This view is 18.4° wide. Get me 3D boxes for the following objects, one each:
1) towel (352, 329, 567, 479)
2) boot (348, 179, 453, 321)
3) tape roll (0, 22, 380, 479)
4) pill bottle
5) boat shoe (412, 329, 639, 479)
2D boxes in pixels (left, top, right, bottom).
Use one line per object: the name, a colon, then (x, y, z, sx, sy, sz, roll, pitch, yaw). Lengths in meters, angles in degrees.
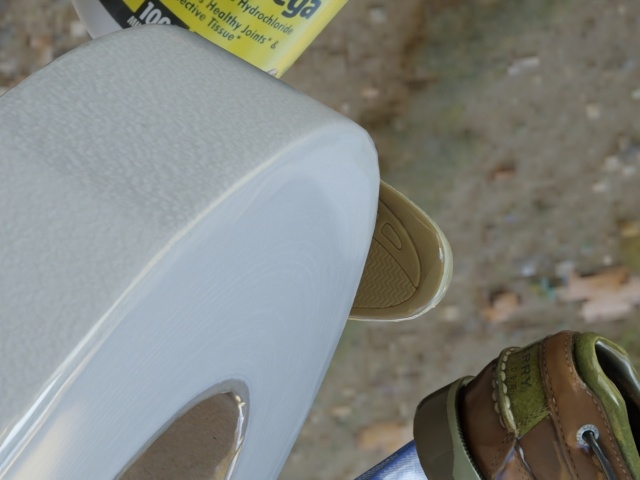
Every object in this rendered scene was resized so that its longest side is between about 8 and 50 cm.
towel: (0.163, 0.220, 1.212, 0.209, 0.285, 0.034, -31, 173, -26)
boot: (0.000, 0.000, 1.286, 0.262, 0.095, 0.203, 14, 177, 30)
tape roll: (-0.108, 0.117, 0.631, 0.072, 0.392, 0.392, 30, 152, 11)
pill bottle: (-0.032, -0.270, 1.559, 0.188, 0.188, 0.334, 24, 117, -40)
boat shoe: (0.176, 0.170, 0.958, 0.104, 0.110, 0.307, -32, 117, 25)
